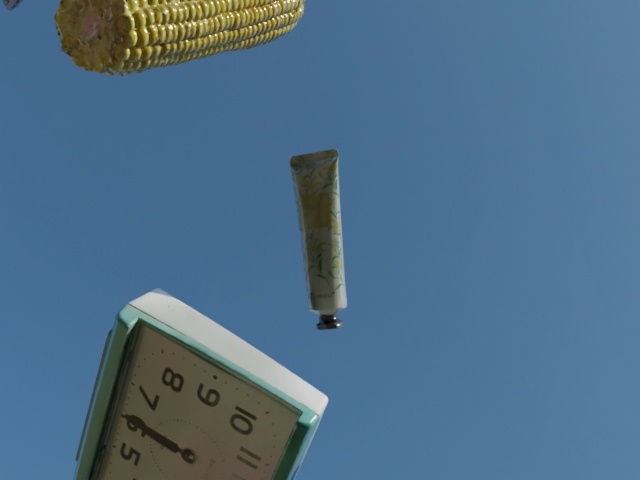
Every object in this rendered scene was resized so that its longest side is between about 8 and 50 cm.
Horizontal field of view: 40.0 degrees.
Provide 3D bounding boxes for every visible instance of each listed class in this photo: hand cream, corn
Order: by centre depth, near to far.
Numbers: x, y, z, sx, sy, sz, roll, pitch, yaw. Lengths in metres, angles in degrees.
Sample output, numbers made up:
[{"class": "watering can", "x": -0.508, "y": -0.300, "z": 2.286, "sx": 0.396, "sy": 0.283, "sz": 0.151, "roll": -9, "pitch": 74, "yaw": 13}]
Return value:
[{"class": "corn", "x": -0.096, "y": -0.185, "z": 0.696, "sx": 0.081, "sy": 0.248, "sz": 0.081, "roll": 12, "pitch": -66, "yaw": 29}, {"class": "hand cream", "x": 0.000, "y": 0.000, "z": 0.960, "sx": 0.067, "sy": 0.042, "sz": 0.195, "roll": -7, "pitch": -91, "yaw": 39}]

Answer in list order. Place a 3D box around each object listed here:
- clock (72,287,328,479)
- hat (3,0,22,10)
[{"class": "clock", "x": -0.127, "y": 0.204, "z": 0.938, "sx": 0.231, "sy": 0.116, "sz": 0.262, "roll": 28, "pitch": -58, "yaw": 11}, {"class": "hat", "x": -0.241, "y": -0.357, "z": 1.089, "sx": 0.233, "sy": 0.244, "sz": 0.234, "roll": 15, "pitch": -77, "yaw": -33}]
